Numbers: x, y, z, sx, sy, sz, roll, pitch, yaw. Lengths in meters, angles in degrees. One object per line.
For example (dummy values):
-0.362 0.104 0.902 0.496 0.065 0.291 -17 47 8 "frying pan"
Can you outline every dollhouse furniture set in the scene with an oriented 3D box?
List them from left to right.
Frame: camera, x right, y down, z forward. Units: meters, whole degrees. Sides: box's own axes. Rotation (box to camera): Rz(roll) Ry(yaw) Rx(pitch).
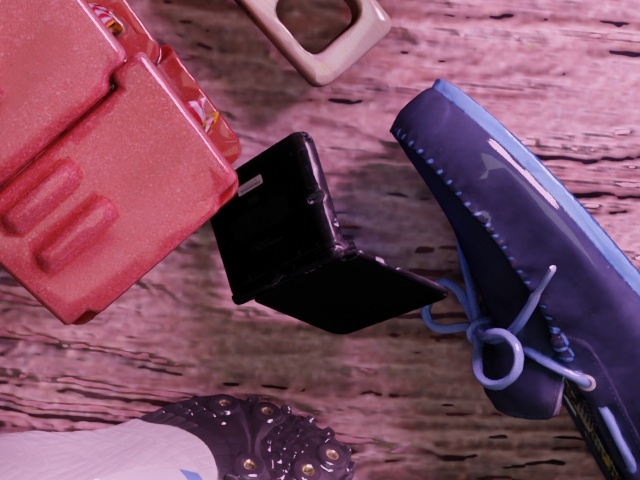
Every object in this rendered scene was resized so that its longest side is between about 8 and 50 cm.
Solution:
-0.032 -0.143 0.687 0.374 0.201 0.152 -41 99 2 "dollhouse furniture set"

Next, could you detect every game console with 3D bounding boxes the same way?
0.000 0.000 0.765 0.071 0.122 0.107 -13 82 -33 "game console"

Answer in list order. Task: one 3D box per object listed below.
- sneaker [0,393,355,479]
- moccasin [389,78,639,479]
-0.098 0.149 0.799 0.237 0.085 0.086 -4 126 -8 "sneaker"
0.144 0.065 0.772 0.117 0.138 0.342 -39 100 7 "moccasin"
